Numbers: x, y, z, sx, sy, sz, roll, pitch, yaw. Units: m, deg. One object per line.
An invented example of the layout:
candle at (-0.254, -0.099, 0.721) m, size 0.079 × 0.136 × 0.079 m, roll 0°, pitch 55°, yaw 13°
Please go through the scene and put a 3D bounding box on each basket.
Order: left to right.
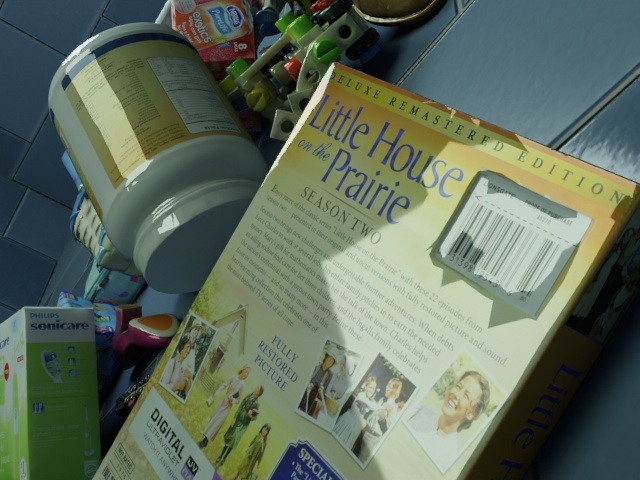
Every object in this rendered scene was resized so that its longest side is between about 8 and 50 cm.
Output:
basket at (-0.286, -0.054, 1.362) m, size 0.289 × 0.255 × 0.201 m, roll 43°, pitch 110°, yaw 51°

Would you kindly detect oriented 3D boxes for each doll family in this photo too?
doll family at (-0.045, -0.342, 1.340) m, size 0.263 × 0.118 × 0.163 m, roll 93°, pitch 175°, yaw -54°

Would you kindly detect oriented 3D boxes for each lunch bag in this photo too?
lunch bag at (-0.484, 0.274, 1.599) m, size 0.221 × 0.138 × 0.293 m, roll 26°, pitch 97°, yaw 67°
lunch bag at (-0.426, 0.020, 1.787) m, size 0.224 × 0.108 × 0.279 m, roll -45°, pitch 26°, yaw 37°

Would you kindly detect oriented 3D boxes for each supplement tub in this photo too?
supplement tub at (-0.208, -0.109, 1.099) m, size 0.228 × 0.228 × 0.316 m, roll -48°, pitch 61°, yaw 32°

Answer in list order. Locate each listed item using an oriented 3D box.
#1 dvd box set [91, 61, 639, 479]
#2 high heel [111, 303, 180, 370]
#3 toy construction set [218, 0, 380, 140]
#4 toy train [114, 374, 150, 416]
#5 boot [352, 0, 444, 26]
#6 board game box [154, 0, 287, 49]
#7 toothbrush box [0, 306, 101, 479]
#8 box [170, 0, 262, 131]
dvd box set at (0.004, 0.100, 0.577) m, size 0.308 × 0.062 × 0.420 m, roll 34°, pitch 96°, yaw 48°
high heel at (-0.288, 0.178, 1.341) m, size 0.244 × 0.082 × 0.117 m, roll 6°, pitch 100°, yaw 54°
toy construction set at (-0.027, -0.217, 1.078) m, size 0.215 × 0.151 × 0.327 m, roll -40°, pitch 29°, yaw 5°
toy train at (-0.289, 0.247, 1.281) m, size 0.158 × 0.027 × 0.036 m, roll -38°, pitch 34°, yaw 48°
boot at (0.047, -0.364, 1.047) m, size 0.112 × 0.115 × 0.305 m, roll -53°, pitch 45°, yaw 5°
board game box at (-0.197, -0.361, 1.537) m, size 0.390 × 0.050 × 0.390 m, roll -53°, pitch -11°, yaw 23°
toothbrush box at (-0.460, 0.268, 1.357) m, size 0.206 × 0.122 × 0.283 m, roll -25°, pitch 66°, yaw 51°
box at (-0.166, -0.281, 1.347) m, size 0.257 × 0.128 × 0.122 m, roll 96°, pitch 168°, yaw -72°
